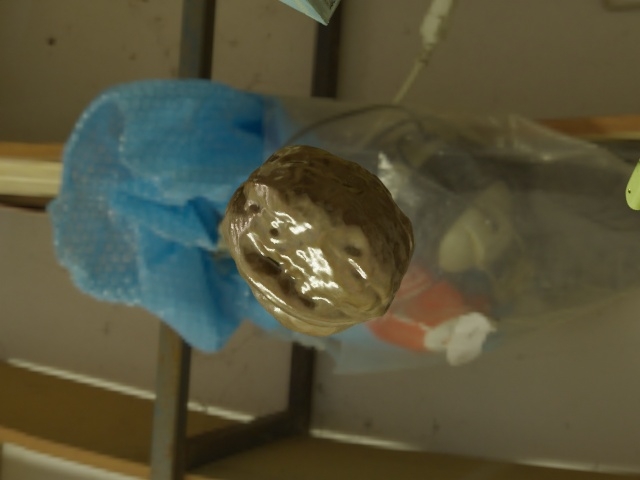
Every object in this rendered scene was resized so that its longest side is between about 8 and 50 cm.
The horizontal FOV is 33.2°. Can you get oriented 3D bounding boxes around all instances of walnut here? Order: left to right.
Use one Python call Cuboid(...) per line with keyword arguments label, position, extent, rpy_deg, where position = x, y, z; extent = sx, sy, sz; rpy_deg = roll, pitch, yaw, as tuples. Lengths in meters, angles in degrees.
Cuboid(label="walnut", position=(-0.002, 0.002, 1.468), extent=(0.273, 0.273, 0.227), rpy_deg=(3, -159, 16))

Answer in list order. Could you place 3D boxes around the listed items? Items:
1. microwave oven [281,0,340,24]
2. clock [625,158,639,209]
Cuboid(label="microwave oven", position=(-0.010, -0.345, 1.067), extent=(0.162, 0.208, 0.122), rpy_deg=(31, -177, 12))
Cuboid(label="clock", position=(0.526, -0.035, 1.488), extent=(0.069, 0.232, 0.170), rpy_deg=(-18, 149, -18))
